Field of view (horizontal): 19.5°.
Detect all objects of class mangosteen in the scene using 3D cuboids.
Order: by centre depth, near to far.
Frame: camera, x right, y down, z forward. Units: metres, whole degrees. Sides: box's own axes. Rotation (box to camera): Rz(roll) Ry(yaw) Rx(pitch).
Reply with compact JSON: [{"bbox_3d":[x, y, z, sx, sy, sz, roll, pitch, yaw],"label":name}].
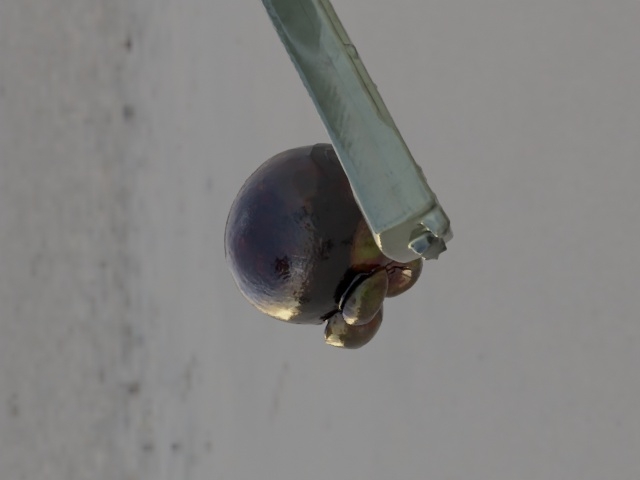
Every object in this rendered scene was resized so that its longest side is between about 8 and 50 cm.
[{"bbox_3d":[0.000,0.000,1.928,0.210,0.209,0.210,178,90,-84],"label":"mangosteen"}]

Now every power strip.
[{"bbox_3d":[0.009,-0.109,1.218,0.286,0.048,0.080,65,-177,20],"label":"power strip"}]
